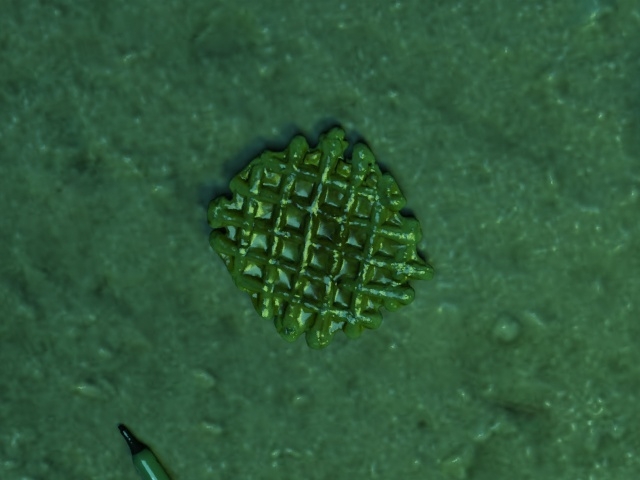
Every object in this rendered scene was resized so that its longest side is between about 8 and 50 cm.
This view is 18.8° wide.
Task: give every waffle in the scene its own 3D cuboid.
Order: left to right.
[{"bbox_3d":[0.000,0.000,1.658,0.169,0.036,0.183,-32,103,15],"label":"waffle"}]

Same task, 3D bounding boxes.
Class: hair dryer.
[{"bbox_3d":[-0.139,0.229,1.758,0.071,0.047,0.150,-32,92,15],"label":"hair dryer"}]
